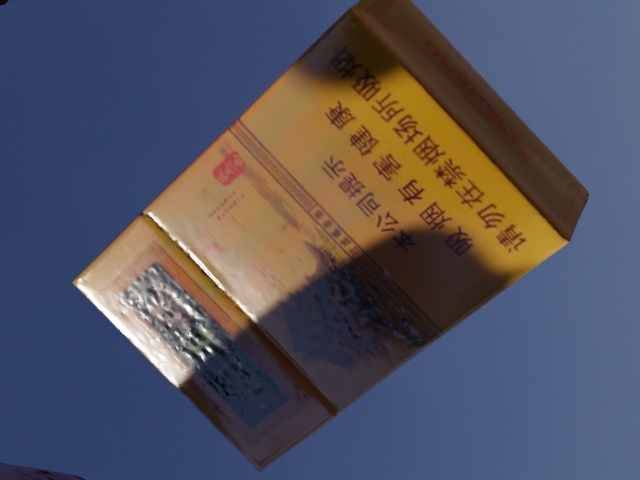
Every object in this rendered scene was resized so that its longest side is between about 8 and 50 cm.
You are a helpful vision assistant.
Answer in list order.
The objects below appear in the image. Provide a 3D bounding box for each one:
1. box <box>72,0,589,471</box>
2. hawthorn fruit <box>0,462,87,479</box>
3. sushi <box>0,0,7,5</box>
[{"bbox_3d":[0.000,0.000,0.799,0.174,0.274,0.076,47,-147,-4],"label":"box"},{"bbox_3d":[-0.150,0.182,0.420,0.300,0.254,0.254,61,-155,-71],"label":"hawthorn fruit"},{"bbox_3d":[-0.362,-0.084,0.591,0.296,0.373,0.100,48,165,12],"label":"sushi"}]
